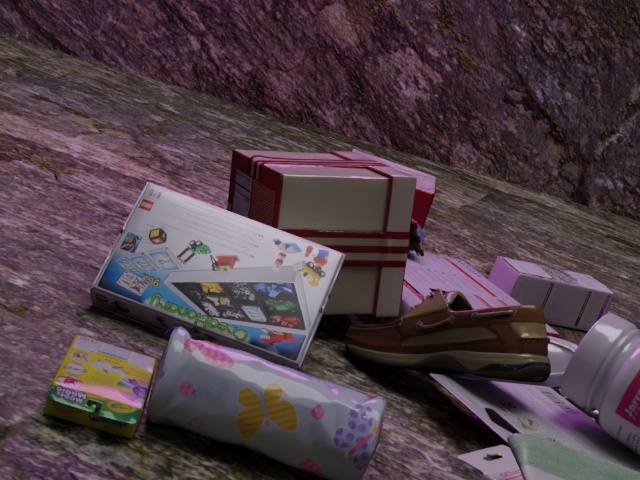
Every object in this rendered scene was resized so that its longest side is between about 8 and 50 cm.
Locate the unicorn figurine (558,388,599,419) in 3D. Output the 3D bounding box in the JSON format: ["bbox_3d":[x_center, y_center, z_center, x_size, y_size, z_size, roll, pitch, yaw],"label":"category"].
[{"bbox_3d":[0.435,0.258,1.739,0.162,0.060,0.111,36,-7,44],"label":"unicorn figurine"}]

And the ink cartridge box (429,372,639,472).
[{"bbox_3d":[0.301,0.276,1.607,0.238,0.060,0.275,9,17,-32],"label":"ink cartridge box"}]

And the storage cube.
[{"bbox_3d":[0.109,-0.048,2.292,0.183,0.193,0.215,19,13,2],"label":"storage cube"}]

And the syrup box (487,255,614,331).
[{"bbox_3d":[0.451,0.108,2.346,0.236,0.096,0.093,13,17,-25],"label":"syrup box"}]

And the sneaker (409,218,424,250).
[{"bbox_3d":[0.087,-0.029,2.109,0.209,0.069,0.082,16,17,-10],"label":"sneaker"}]

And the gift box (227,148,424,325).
[{"bbox_3d":[0.000,0.000,1.879,0.258,0.277,0.255,-1,19,-24],"label":"gift box"}]

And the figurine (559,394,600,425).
[{"bbox_3d":[0.447,0.238,1.895,0.214,0.092,0.209,26,12,23],"label":"figurine"}]

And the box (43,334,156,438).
[{"bbox_3d":[-0.247,0.167,1.343,0.105,0.043,0.179,18,12,-6],"label":"box"}]

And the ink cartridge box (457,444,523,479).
[{"bbox_3d":[0.251,0.318,1.372,0.198,0.067,0.115,32,19,36],"label":"ink cartridge box"}]

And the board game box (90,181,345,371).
[{"bbox_3d":[-0.140,0.053,1.651,0.305,0.053,0.193,21,59,5],"label":"board game box"}]

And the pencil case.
[{"bbox_3d":[-0.062,0.191,1.352,0.273,0.114,0.124,19,-5,0],"label":"pencil case"}]

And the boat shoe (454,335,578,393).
[{"bbox_3d":[0.279,0.175,1.791,0.258,0.095,0.084,2,-23,12],"label":"boat shoe"}]

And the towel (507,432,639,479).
[{"bbox_3d":[0.345,0.345,1.248,0.247,0.038,0.325,20,28,-22],"label":"towel"}]

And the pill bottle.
[{"bbox_3d":[0.476,0.225,1.587,0.283,0.160,0.160,32,19,27],"label":"pill bottle"}]

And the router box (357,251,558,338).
[{"bbox_3d":[0.193,0.106,2.049,0.301,0.082,0.335,12,16,-28],"label":"router box"}]

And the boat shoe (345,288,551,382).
[{"bbox_3d":[0.187,0.132,1.707,0.323,0.120,0.122,2,-8,36],"label":"boat shoe"}]
